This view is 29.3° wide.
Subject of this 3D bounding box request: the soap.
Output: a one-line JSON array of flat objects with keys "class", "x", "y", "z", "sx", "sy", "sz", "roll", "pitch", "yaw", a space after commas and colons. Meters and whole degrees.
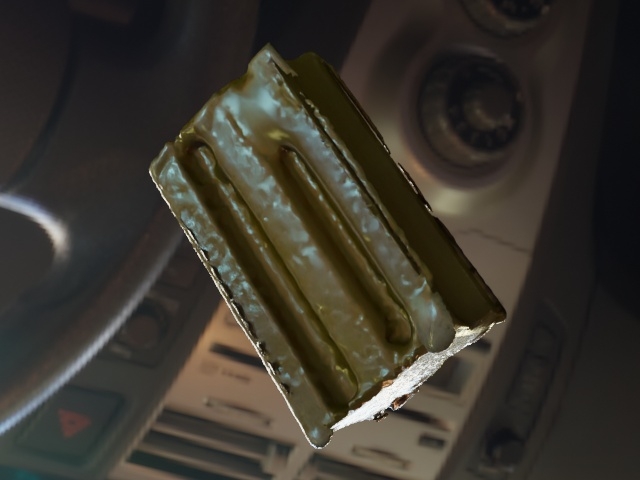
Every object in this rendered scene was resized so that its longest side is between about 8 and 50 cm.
[{"class": "soap", "x": -0.001, "y": 0.000, "z": 0.793, "sx": 0.135, "sy": 0.233, "sz": 0.076, "roll": -43, "pitch": 157, "yaw": 26}]
